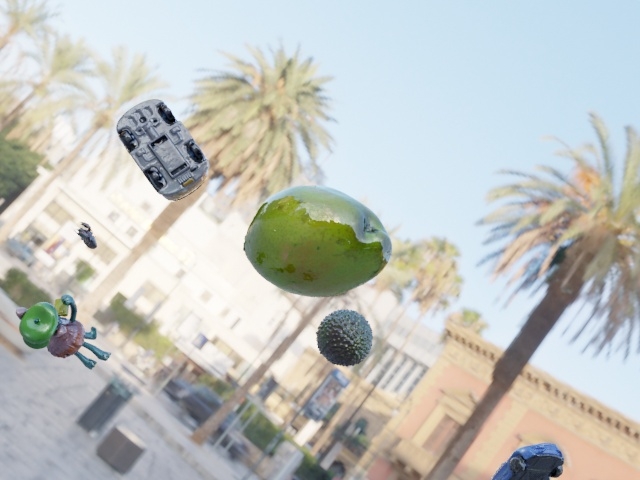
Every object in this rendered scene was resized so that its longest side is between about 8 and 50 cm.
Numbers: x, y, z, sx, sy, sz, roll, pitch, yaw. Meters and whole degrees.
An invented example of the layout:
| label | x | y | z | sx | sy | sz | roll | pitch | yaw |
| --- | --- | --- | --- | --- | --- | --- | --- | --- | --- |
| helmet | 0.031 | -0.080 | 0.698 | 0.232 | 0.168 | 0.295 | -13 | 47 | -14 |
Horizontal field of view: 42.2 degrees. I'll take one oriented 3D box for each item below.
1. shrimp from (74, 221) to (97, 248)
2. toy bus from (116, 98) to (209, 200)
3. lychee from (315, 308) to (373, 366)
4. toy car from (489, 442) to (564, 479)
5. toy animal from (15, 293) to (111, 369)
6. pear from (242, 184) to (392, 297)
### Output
| label | x | y | z | sx | sy | sz | roll | pitch | yaw |
| --- | --- | --- | --- | --- | --- | --- | --- | --- | --- |
| shrimp | -0.514 | -0.014 | 1.823 | 0.029 | 0.038 | 0.092 | 4 | -25 | 8 |
| toy bus | -0.327 | -0.182 | 1.745 | 0.209 | 0.126 | 0.136 | 53 | -10 | 10 |
| lychee | 0.067 | 0.255 | 2.178 | 0.171 | 0.171 | 0.171 | 37 | -14 | 11 |
| toy car | 0.352 | 0.431 | 1.488 | 0.103 | 0.216 | 0.063 | 12 | 32 | -25 |
| toy animal | -0.430 | 0.151 | 1.404 | 0.100 | 0.103 | 0.208 | 23 | -15 | 25 |
| pear | 0.000 | 0.000 | 1.265 | 0.219 | 0.187 | 0.187 | 4 | -34 | 36 |
